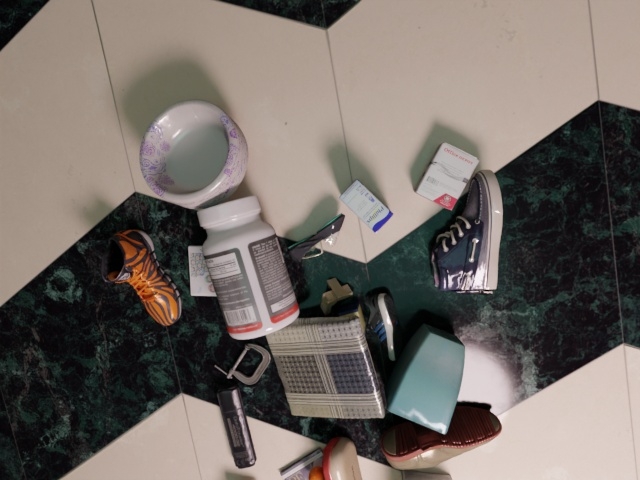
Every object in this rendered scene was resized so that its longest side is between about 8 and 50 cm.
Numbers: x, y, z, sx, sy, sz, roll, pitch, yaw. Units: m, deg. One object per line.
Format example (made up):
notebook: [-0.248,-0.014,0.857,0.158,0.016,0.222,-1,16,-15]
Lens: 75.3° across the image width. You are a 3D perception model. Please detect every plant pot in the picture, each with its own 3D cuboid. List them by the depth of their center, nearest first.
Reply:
plant pot: [0.302,0.368,1.163,0.165,0.166,0.234,21,93,4]

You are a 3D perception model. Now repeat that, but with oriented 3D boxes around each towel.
towel: [0.009,0.372,1.213,0.324,0.056,0.312,-11,101,29]

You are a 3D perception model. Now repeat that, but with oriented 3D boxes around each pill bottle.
pill bottle: [-0.205,0.070,1.160,0.210,0.210,0.363,-15,95,10]

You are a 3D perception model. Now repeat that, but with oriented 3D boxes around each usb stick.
usb stick: [-0.267,0.592,1.325,0.077,0.045,0.278,-12,96,2]

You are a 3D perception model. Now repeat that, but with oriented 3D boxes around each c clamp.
c clamp: [-0.239,0.384,1.303,0.137,0.022,0.161,39,101,1]

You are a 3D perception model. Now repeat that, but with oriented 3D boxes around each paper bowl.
paper bowl: [-0.335,-0.228,1.147,0.284,0.148,0.284,-2,80,14]

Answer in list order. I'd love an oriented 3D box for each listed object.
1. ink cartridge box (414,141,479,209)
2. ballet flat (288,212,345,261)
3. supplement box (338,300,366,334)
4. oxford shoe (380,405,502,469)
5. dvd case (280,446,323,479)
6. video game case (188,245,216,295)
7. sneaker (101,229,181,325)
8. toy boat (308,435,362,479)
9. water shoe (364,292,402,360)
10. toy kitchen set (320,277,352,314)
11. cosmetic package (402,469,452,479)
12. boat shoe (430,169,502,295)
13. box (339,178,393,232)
ink cartridge box: [0.340,-0.174,1.126,0.109,0.063,0.150,28,100,3]
ballet flat: [0.000,0.000,1.194,0.203,0.074,0.074,-33,92,17]
supplement box: [0.094,0.232,1.205,0.056,0.083,0.083,-16,96,11]
oxford shoe: [0.356,0.586,1.222,0.348,0.123,0.130,-14,124,7]
dvd case: [-0.001,0.792,1.329,0.164,0.018,0.221,-36,91,11]
video game case: [-0.334,0.094,1.277,0.143,0.019,0.157,0,98,8]
sneaker: [-0.543,0.126,1.228,0.124,0.180,0.321,-27,93,11]
toy boat: [0.034,0.719,1.251,0.151,0.151,0.231,-12,90,25]
water shoe: [0.184,0.250,1.214,0.080,0.073,0.203,-6,98,35]
toy kitchen set: [0.039,0.163,1.235,0.083,0.075,0.068,-18,53,-22]
cosmetic package: [0.316,0.800,1.202,0.151,0.183,0.151,3,98,8]
boat shoe: [0.382,-0.014,1.107,0.158,0.127,0.341,-3,98,1]
box: [0.125,-0.096,1.134,0.137,0.126,0.072,44,99,0]
